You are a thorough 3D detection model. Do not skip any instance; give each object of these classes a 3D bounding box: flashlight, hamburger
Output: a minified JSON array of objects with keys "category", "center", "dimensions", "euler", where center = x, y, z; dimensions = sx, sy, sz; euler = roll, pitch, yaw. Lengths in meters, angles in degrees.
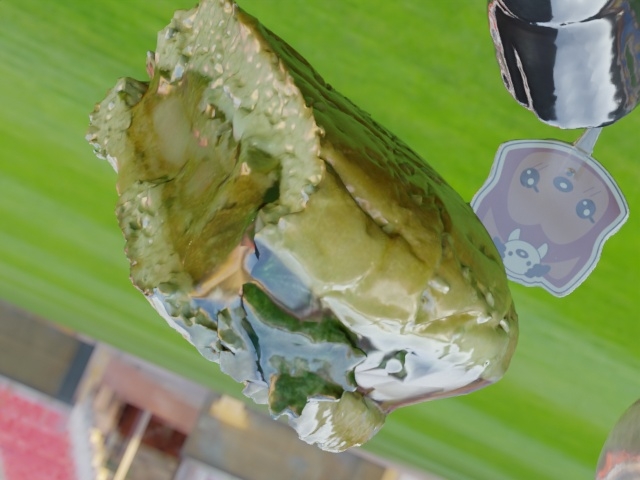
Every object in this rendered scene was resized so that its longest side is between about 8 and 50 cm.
[{"category":"flashlight","center":[0.092,-0.196,0.752],"dimensions":[0.103,0.103,0.424],"euler":[20,156,27]},{"category":"hamburger","center":[0.000,0.000,0.911],"dimensions":[0.211,0.132,0.309],"euler":[38,-171,-28]}]

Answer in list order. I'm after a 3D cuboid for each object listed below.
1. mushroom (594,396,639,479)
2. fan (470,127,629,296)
[{"category":"mushroom","center":[0.307,0.179,1.127],"dimensions":[0.243,0.244,0.243],"euler":[23,173,3]},{"category":"fan","center":[0.219,-0.057,1.557],"dimensions":[0.132,0.220,0.009],"euler":[27,-161,-1]}]
